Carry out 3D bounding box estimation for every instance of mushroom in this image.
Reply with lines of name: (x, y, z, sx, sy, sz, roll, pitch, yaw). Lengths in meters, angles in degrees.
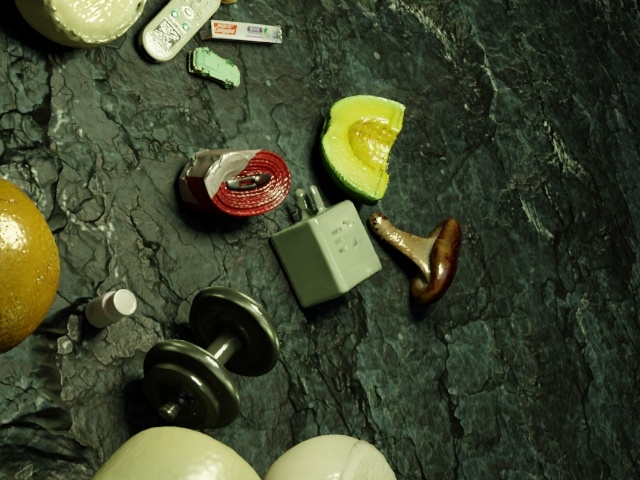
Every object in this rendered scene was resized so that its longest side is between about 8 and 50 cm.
mushroom: (0.195, 0.020, 2.304, 0.217, 0.148, 0.227, 25, 46, -14)

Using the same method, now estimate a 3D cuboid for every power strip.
power strip: (0.000, 0.000, 2.088, 0.140, 0.139, 0.224, -30, 96, -46)

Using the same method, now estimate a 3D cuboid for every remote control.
remote control: (-0.276, -0.433, 2.033, 0.078, 0.042, 0.221, 48, 61, -22)

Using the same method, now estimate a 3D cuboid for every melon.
melon: (0.068, -0.195, 2.258, 0.169, 0.129, 0.265, 23, 60, -11)

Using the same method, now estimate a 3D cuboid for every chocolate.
chocolate: (-0.213, 0.451, 1.585, 0.297, 0.314, 0.326, -40, 104, -50)

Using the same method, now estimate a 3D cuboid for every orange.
orange: (-0.508, 0.036, 1.487, 0.274, 0.274, 0.274, 19, 62, -39)

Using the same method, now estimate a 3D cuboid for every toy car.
toy car: (-0.211, -0.346, 2.095, 0.122, 0.035, 0.059, 21, 60, -48)

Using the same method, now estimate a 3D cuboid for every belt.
belt: (-0.169, -0.112, 1.982, 0.200, 0.124, 0.128, -8, 99, -41)

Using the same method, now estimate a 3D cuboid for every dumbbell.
dumbbell: (-0.184, 0.203, 1.789, 0.192, 0.192, 0.290, 54, 46, -15)

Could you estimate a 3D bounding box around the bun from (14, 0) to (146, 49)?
bun: (-0.435, -0.462, 1.830, 0.259, 0.152, 0.260, -13, 107, -49)

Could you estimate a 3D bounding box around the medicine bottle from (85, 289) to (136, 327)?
medicine bottle: (-0.350, 0.113, 1.736, 0.052, 0.089, 0.052, 18, 62, -39)

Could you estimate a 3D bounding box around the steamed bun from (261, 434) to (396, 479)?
steamed bun: (0.001, 0.526, 1.790, 0.374, 0.241, 0.375, -8, 90, -70)

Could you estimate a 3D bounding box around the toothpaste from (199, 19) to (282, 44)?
toothpaste: (-0.166, -0.434, 2.169, 0.196, 0.047, 0.040, -7, 93, -46)

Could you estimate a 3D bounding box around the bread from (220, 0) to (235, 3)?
bread: (-0.209, -0.552, 2.148, 0.106, 0.082, 0.125, 29, 45, -46)
